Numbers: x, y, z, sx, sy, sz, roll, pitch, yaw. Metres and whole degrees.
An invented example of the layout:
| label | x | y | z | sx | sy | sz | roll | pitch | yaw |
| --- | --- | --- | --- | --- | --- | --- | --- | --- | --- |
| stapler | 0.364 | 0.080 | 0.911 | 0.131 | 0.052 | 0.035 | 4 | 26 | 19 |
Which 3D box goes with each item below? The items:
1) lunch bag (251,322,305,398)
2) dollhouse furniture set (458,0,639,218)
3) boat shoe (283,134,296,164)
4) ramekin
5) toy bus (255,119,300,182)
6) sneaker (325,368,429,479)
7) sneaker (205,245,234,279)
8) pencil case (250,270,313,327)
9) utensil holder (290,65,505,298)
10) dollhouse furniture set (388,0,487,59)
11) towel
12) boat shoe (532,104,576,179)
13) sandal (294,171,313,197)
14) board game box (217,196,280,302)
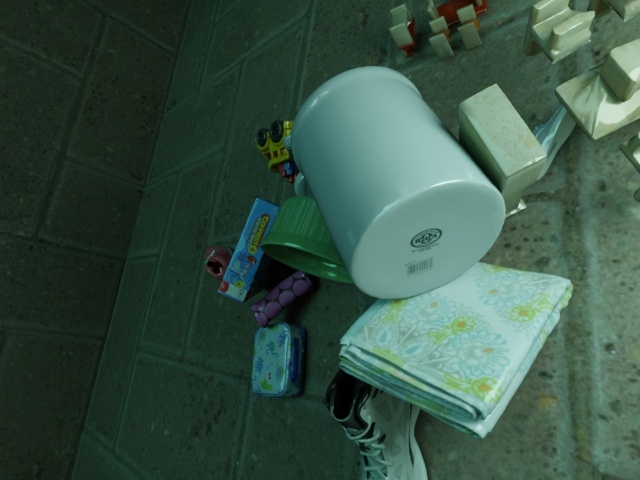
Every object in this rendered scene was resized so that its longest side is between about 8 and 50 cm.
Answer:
| label | x | y | z | sx | sy | sz | roll | pitch | yaw |
| --- | --- | --- | --- | --- | --- | --- | --- | --- | --- |
| lunch bag | -0.127 | 0.368 | 1.285 | 0.176 | 0.090 | 0.219 | -19 | 60 | 42 |
| dollhouse furniture set | 0.472 | -0.223 | 0.762 | 0.394 | 0.256 | 0.362 | -28 | 70 | 10 |
| boat shoe | 0.043 | -0.349 | 1.375 | 0.335 | 0.119 | 0.121 | -19 | 16 | 21 |
| ramekin | 0.000 | 0.000 | 1.150 | 0.303 | 0.303 | 0.148 | 3 | 69 | 48 |
| toy bus | -0.132 | -0.315 | 1.545 | 0.220 | 0.149 | 0.212 | -6 | 86 | 48 |
| sneaker | 0.098 | 0.436 | 0.890 | 0.169 | 0.257 | 0.448 | -13 | 66 | 44 |
| sneaker | -0.404 | 0.082 | 1.663 | 0.313 | 0.136 | 0.116 | 26 | 93 | 49 |
| pencil case | -0.117 | 0.179 | 1.305 | 0.209 | 0.098 | 0.095 | -36 | 59 | -5 |
| utensil holder | 0.140 | -0.123 | 0.867 | 0.327 | 0.327 | 0.386 | -46 | 43 | 25 |
| dollhouse furniture set | 0.338 | -0.634 | 1.192 | 0.259 | 0.135 | 0.262 | -7 | 69 | 33 |
| towel | 0.255 | 0.168 | 0.821 | 0.320 | 0.090 | 0.374 | 14 | 43 | 45 |
| boat shoe | 0.482 | -0.218 | 0.896 | 0.063 | 0.066 | 0.184 | 40 | 114 | 46 |
| sandal | 0.115 | -0.233 | 1.123 | 0.416 | 0.169 | 0.102 | -22 | 39 | 3 |
| board game box | -0.193 | 0.026 | 1.356 | 0.308 | 0.086 | 0.302 | -19 | -48 | -85 |
